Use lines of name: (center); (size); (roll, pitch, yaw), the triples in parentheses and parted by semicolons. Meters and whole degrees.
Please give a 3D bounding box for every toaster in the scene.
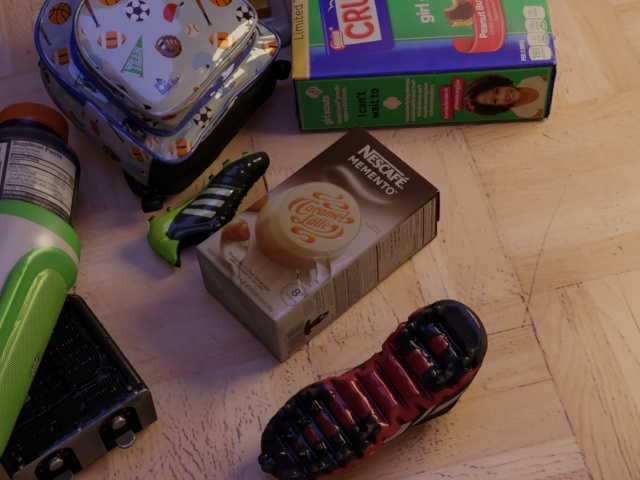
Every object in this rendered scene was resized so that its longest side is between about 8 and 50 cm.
toaster: (-0.288, 0.163, 1.372); (0.168, 0.110, 0.186); (-33, 60, -17)

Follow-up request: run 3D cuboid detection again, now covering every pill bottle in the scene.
pill bottle: (-0.349, -0.042, 1.502); (0.130, 0.130, 0.246); (-2, 56, 3)

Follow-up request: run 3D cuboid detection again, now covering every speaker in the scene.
speaker: (-0.335, 0.109, 1.269); (0.131, 0.131, 0.297); (10, 58, 11)

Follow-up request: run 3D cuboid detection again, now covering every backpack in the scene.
backpack: (-0.208, -0.221, 1.546); (0.263, 0.213, 0.276); (34, 64, 12)

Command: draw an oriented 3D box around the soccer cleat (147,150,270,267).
soccer cleat: (-0.122, -0.036, 1.529); (0.179, 0.060, 0.072); (-38, 71, -12)

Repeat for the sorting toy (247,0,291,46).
sorting toy: (-0.150, -0.330, 1.732); (0.193, 0.038, 0.208); (-12, 57, -4)

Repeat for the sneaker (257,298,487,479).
sneaker: (0.063, 0.167, 1.354); (0.276, 0.135, 0.098); (-36, 71, 8)

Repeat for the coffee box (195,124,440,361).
coffee box: (0.000, 0.000, 1.465); (0.246, 0.098, 0.141); (-39, 62, -20)

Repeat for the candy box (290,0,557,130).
candy box: (0.120, -0.279, 1.627); (0.317, 0.122, 0.268); (-4, 57, 3)
